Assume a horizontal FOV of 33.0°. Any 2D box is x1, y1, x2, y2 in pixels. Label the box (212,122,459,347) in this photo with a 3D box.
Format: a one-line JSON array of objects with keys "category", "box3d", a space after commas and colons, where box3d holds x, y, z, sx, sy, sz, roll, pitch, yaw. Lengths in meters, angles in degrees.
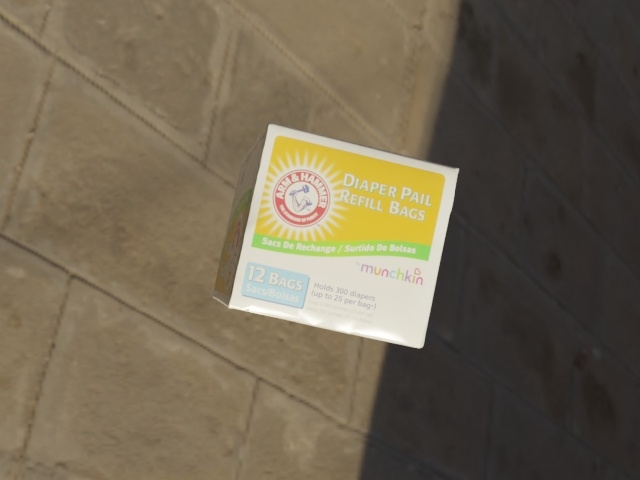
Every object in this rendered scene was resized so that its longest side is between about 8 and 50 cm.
[{"category": "box", "box3d": [0.000, 0.000, 0.674, 0.114, 0.203, 0.103, 13, 87, -8]}]
